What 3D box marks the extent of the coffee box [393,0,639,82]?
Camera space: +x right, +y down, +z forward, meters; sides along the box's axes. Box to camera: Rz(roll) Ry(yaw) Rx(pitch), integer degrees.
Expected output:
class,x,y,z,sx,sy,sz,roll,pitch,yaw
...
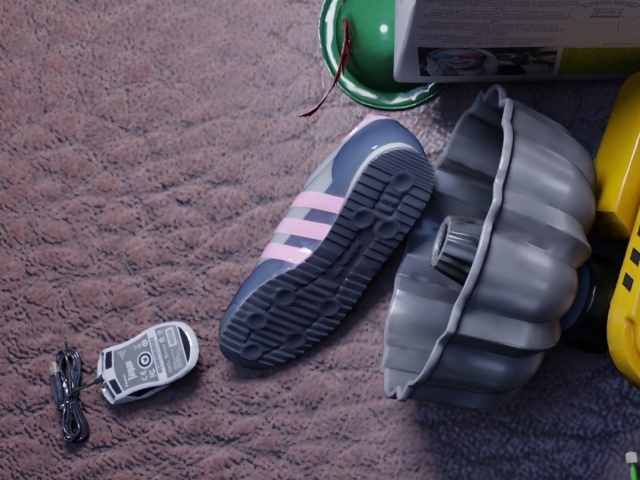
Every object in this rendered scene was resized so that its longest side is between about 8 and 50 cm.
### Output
class,x,y,z,sx,sy,sz,roll,pitch,yaw
coffee box,0.248,-0.352,1.705,0.338,0.334,0.338,1,82,-1

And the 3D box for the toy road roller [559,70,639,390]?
class,x,y,z,sx,sy,sz,roll,pitch,yaw
toy road roller,0.381,-0.002,1.675,0.202,0.240,0.329,20,84,-17

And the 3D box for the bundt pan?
class,x,y,z,sx,sy,sz,roll,pitch,yaw
bundt pan,0.174,0.018,1.742,0.124,0.331,0.331,18,86,-9

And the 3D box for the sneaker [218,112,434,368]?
class,x,y,z,sx,sy,sz,roll,pitch,yaw
sneaker,0.000,0.000,1.905,0.319,0.112,0.131,-47,30,17

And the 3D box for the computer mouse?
class,x,y,z,sx,sy,sz,roll,pitch,yaw
computer mouse,-0.213,0.149,1.965,0.193,0.042,0.106,-21,71,19

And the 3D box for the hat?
class,x,y,z,sx,sy,sz,roll,pitch,yaw
hat,0.058,-0.234,1.865,0.173,0.183,0.208,-17,77,14

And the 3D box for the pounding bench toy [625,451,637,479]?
class,x,y,z,sx,sy,sz,roll,pitch,yaw
pounding bench toy,0.337,0.255,1.775,0.083,0.052,0.065,20,88,19
